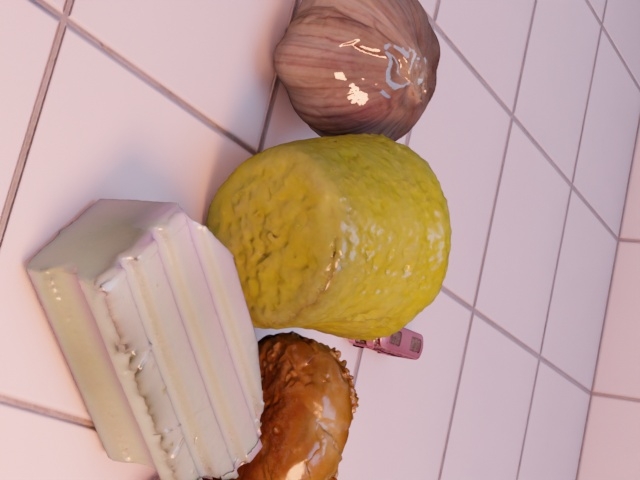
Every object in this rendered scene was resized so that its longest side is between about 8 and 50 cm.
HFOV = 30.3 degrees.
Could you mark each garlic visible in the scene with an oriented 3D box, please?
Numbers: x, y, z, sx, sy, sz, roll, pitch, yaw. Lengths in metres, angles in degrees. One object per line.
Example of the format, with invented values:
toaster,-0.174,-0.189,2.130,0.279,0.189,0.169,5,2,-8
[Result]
garlic,0.079,-0.302,2.019,0.317,0.259,0.317,-19,119,-38

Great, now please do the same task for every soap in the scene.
soap,-0.222,0.157,1.690,0.261,0.156,0.446,-51,135,-43

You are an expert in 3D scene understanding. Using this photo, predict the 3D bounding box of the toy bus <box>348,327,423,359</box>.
toy bus,0.133,0.194,2.350,0.203,0.090,0.063,24,75,-57

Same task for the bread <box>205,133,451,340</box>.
bread,0.000,0.000,1.877,0.308,0.348,0.348,-6,99,-49

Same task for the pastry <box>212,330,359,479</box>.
pastry,-0.051,0.306,1.905,0.162,0.255,0.310,21,76,-34

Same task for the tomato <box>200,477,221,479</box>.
tomato,-0.185,0.458,1.751,0.208,0.208,0.184,-34,119,-52
